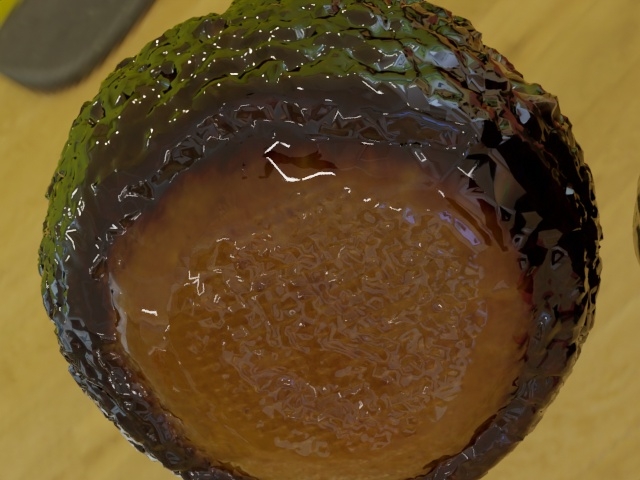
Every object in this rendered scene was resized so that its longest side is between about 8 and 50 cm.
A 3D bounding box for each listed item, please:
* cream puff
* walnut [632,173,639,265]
[{"bbox_3d":[0.000,0.000,0.694,0.239,0.239,0.165,-39,21,22],"label":"cream puff"},{"bbox_3d":[0.244,-0.013,0.591,0.283,0.227,0.283,22,117,52],"label":"walnut"}]
